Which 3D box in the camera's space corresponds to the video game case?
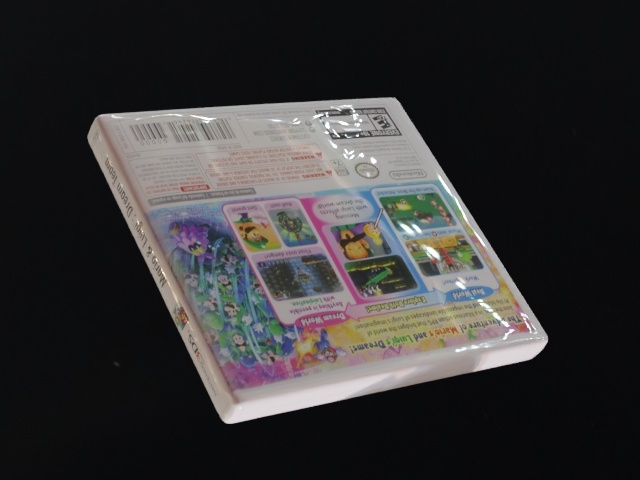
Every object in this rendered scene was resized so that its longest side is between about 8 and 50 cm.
[{"bbox_3d":[0.000,0.000,0.575,0.157,0.019,0.143,-7,-125,-35],"label":"video game case"}]
